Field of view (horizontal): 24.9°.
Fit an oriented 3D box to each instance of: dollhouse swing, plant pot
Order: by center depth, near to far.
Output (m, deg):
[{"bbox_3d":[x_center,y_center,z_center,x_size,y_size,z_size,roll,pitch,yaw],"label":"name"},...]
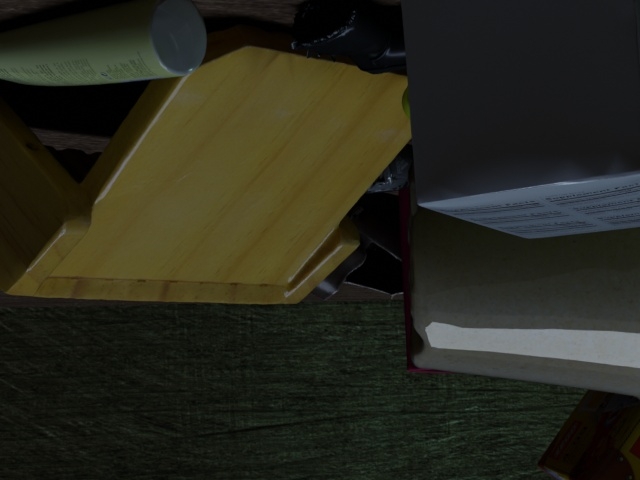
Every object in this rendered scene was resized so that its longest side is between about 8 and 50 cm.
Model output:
[{"bbox_3d":[-0.129,-0.113,1.346,0.347,0.305,0.315,4,-149,-44],"label":"dollhouse swing"},{"bbox_3d":[0.245,0.025,1.530,0.305,0.334,0.334,-1,172,3],"label":"plant pot"}]

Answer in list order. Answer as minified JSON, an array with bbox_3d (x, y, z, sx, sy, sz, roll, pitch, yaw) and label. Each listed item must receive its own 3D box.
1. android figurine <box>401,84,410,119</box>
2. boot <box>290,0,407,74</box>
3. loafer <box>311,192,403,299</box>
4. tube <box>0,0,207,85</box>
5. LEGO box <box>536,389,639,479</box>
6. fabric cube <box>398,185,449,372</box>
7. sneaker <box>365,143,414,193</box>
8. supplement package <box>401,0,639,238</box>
[{"bbox_3d":[0.195,-0.144,1.204,0.248,0.056,0.273,-7,173,-8],"label":"android figurine"},{"bbox_3d":[0.045,-0.163,1.114,0.121,0.045,0.099,-11,163,37],"label":"boot"},{"bbox_3d":[0.000,0.000,1.807,0.366,0.130,0.134,4,145,-37],"label":"loafer"},{"bbox_3d":[-0.194,-0.146,1.111,0.240,0.062,0.070,-3,130,39],"label":"tube"},{"bbox_3d":[0.547,0.174,2.007,0.193,0.500,0.372,36,175,1],"label":"LEGO box"},{"bbox_3d":[0.266,0.033,1.846,0.254,0.258,0.259,-6,172,30],"label":"fabric cube"},{"bbox_3d":[0.055,-0.087,1.574,0.132,0.086,0.228,-6,-177,-11],"label":"sneaker"},{"bbox_3d":[0.160,-0.112,0.951,0.149,0.194,0.203,-8,171,26],"label":"supplement package"}]
